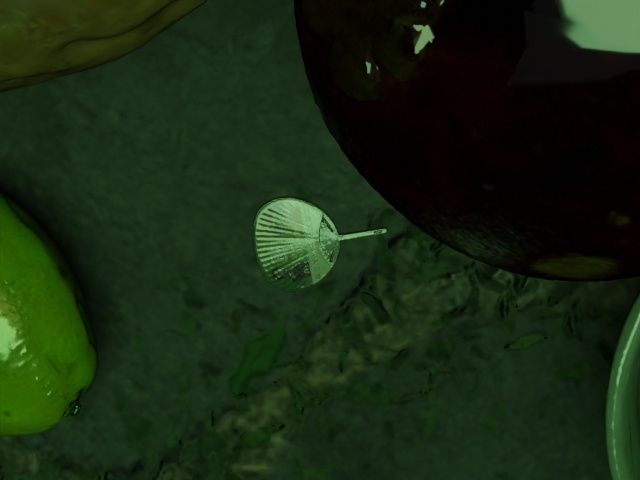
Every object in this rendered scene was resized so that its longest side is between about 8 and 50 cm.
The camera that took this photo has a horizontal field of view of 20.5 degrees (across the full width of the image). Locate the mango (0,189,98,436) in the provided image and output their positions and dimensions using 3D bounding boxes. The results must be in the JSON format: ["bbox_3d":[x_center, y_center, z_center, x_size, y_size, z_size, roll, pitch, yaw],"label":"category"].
[{"bbox_3d":[-0.206,0.038,1.066,0.119,0.100,0.178,-28,96,13],"label":"mango"}]

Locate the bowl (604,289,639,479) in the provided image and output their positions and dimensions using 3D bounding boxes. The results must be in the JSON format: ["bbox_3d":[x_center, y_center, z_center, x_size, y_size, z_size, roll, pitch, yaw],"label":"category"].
[{"bbox_3d":[0.302,0.079,1.034,0.289,0.146,0.289,1,105,3],"label":"bowl"}]

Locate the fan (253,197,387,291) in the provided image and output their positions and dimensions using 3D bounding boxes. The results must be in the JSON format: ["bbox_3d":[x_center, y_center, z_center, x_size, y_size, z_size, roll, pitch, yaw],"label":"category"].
[{"bbox_3d":[-0.006,0.007,1.097,0.080,0.003,0.060,18,107,-3],"label":"fan"}]

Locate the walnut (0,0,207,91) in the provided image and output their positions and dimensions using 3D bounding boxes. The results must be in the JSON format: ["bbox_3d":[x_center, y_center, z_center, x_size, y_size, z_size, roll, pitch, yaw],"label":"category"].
[{"bbox_3d":[-0.181,-0.223,0.878,0.344,0.306,0.306,-21,106,23],"label":"walnut"}]

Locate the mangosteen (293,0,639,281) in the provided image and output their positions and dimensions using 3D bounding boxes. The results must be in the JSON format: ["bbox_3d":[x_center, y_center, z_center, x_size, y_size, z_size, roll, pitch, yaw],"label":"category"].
[{"bbox_3d":[0.158,-0.134,0.913,0.360,0.306,0.306,-7,111,-35],"label":"mangosteen"}]
